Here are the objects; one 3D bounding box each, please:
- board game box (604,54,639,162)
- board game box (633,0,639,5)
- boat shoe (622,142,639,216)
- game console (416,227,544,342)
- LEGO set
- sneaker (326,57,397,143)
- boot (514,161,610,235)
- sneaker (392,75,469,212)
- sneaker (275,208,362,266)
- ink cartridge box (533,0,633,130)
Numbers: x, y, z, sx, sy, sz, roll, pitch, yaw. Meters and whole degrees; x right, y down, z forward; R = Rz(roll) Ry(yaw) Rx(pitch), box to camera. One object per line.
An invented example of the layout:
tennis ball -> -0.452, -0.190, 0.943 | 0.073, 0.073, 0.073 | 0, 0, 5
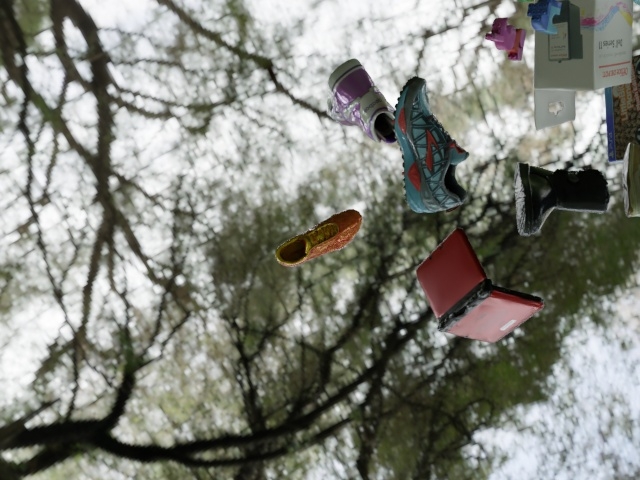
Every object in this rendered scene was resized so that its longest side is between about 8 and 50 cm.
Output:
board game box -> 0.783, -0.303, 2.240 | 0.141, 0.231, 0.291 | -1, 176, -26
board game box -> 0.733, -0.564, 1.994 | 0.079, 0.253, 0.336 | 25, -166, 38
boat shoe -> 0.538, -0.101, 1.709 | 0.045, 0.050, 0.135 | 3, -109, 4
game console -> 0.202, 0.061, 1.300 | 0.144, 0.124, 0.085 | 127, -26, -59
LEGO set -> 0.302, -0.385, 1.479 | 0.093, 0.227, 0.087 | 6, -176, -39
sneaker -> 0.092, -0.240, 1.991 | 0.102, 0.161, 0.282 | -39, 171, 2
boot -> 0.546, -0.092, 2.268 | 0.207, 0.094, 0.246 | 5, -145, 4
sneaker -> 0.214, -0.176, 1.844 | 0.125, 0.261, 0.104 | 3, -152, 30
sneaker -> 0.000, 0.000, 1.833 | 0.175, 0.064, 0.067 | -32, 173, 4
ink cartridge box -> 0.474, -0.379, 1.811 | 0.119, 0.353, 0.207 | 7, -164, 34
